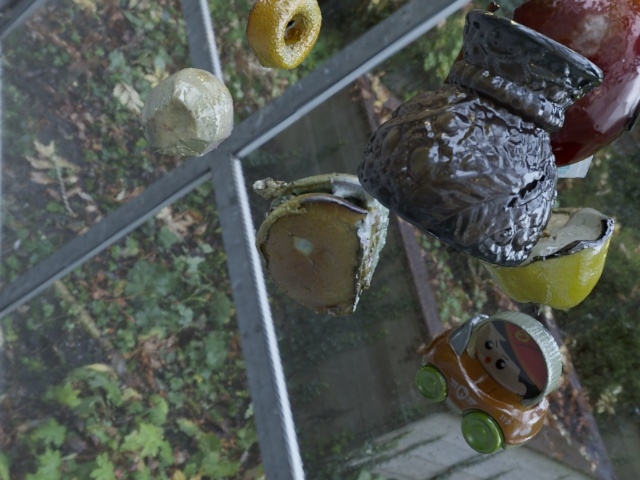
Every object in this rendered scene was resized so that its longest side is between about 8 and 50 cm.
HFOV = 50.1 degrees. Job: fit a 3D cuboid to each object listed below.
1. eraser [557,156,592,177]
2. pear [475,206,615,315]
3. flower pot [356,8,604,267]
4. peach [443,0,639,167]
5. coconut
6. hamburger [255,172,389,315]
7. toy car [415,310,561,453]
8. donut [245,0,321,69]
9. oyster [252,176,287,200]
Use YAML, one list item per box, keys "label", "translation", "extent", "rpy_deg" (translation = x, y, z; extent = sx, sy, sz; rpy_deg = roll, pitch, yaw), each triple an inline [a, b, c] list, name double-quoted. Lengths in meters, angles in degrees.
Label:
- label: "eraser"
  translation: [0.710, -0.242, 2.074]
  extent: [0.225, 0.096, 0.052]
  rpy_deg: [-1, 32, -17]
- label: "pear"
  translation: [0.439, 0.049, 1.310]
  extent: [0.178, 0.266, 0.267]
  rpy_deg: [65, 21, -20]
- label: "flower pot"
  translation: [0.218, -0.141, 0.906]
  extent: [0.266, 0.267, 0.266]
  rpy_deg: [27, 16, -8]
- label: "peach"
  translation: [0.437, -0.310, 1.207]
  extent: [0.310, 0.406, 0.335]
  rpy_deg: [37, 17, 14]
- label: "coconut"
  translation: [-0.268, -0.266, 1.423]
  extent: [0.194, 0.194, 0.194]
  rpy_deg: [43, 29, -31]
- label: "hamburger"
  translation: [0.000, 0.000, 1.539]
  extent: [0.276, 0.318, 0.195]
  rpy_deg: [16, 38, 8]
- label: "toy car"
  translation: [0.292, 0.207, 1.131]
  extent: [0.145, 0.235, 0.235]
  rpy_deg: [-16, 76, -44]
- label: "donut"
  translation: [-0.098, -0.578, 1.844]
  extent: [0.118, 0.254, 0.253]
  rpy_deg: [28, 16, 20]
- label: "oyster"
  translation: [-0.107, -0.116, 1.506]
  extent: [0.083, 0.080, 0.038]
  rpy_deg: [-94, 161, -65]
